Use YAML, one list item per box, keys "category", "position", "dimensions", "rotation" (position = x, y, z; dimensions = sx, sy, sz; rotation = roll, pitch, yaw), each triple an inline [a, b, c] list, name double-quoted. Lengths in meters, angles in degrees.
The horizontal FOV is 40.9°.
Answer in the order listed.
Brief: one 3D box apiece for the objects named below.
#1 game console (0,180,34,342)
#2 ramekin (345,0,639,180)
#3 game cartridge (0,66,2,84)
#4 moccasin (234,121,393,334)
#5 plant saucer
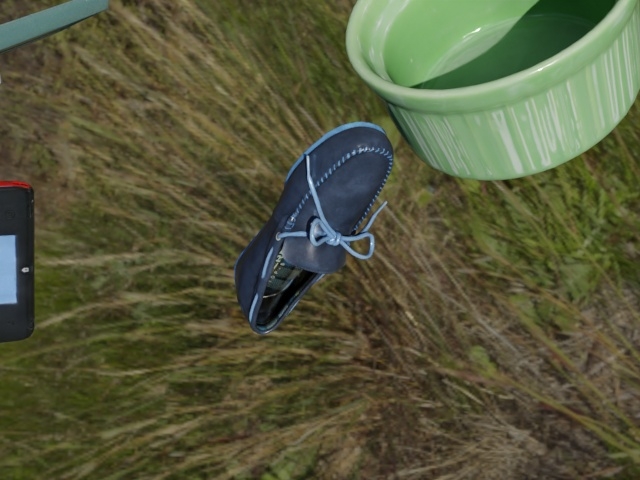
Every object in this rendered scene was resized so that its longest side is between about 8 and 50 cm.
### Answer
- category: "game console"
  position: [-0.692, 0.056, 1.543]
  dimensions: [0.060, 0.342, 0.386]
  rotation: [-113, 29, -45]
- category: "ramekin"
  position: [0.193, -0.207, 0.914]
  dimensions: [0.303, 0.148, 0.303]
  rotation: [-16, 46, 17]
- category: "game cartridge"
  position: [-0.589, -0.283, 1.049]
  dimensions: [0.068, 0.355, 0.230]
  rotation: [-153, 57, -70]
- category: "moccasin"
  position: [0.000, 0.000, 1.102]
  dimensions: [0.342, 0.138, 0.117]
  rotation: [-57, 34, 41]
- category: "plant saucer"
  position: [-0.225, -0.156, 0.645]
  dimensions: [0.067, 0.192, 0.018]
  rotation: [-17, 108, 22]
